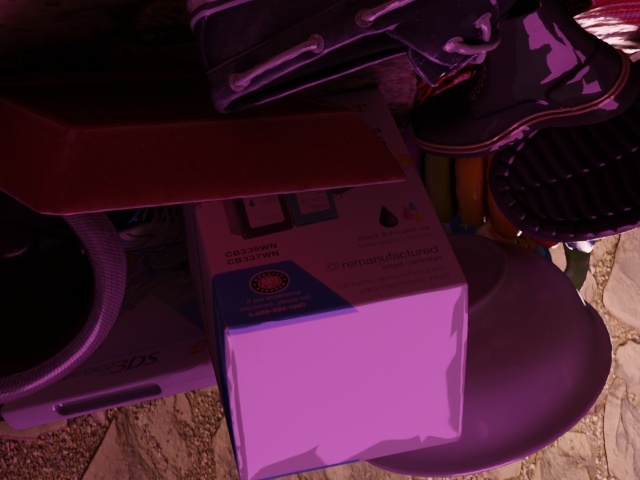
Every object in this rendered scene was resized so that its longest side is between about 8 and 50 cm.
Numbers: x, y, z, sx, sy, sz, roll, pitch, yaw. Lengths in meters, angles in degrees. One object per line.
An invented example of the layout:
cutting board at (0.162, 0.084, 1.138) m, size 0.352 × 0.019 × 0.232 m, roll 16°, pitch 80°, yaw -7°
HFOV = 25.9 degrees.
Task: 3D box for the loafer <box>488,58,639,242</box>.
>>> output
loafer at (0.325, -0.108, 1.233) m, size 0.366 × 0.133 × 0.130 m, roll -26°, pitch 179°, yaw 19°

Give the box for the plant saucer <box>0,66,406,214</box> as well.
plant saucer at (-0.115, -0.079, 0.945) m, size 0.258 × 0.047 × 0.259 m, roll -7°, pitch -161°, yaw -32°

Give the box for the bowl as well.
bowl at (0.132, 0.086, 1.391) m, size 0.298 × 0.134 × 0.298 m, roll -15°, pitch -148°, yaw 10°

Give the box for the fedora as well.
fedora at (-0.307, 0.018, 1.251) m, size 0.275 × 0.243 × 0.124 m, roll -21°, pitch -159°, yaw 8°

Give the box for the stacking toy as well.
stacking toy at (0.132, -0.077, 1.414) m, size 0.302 × 0.165 × 0.175 m, roll 2°, pitch 169°, yaw 13°

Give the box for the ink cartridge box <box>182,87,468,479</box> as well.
ink cartridge box at (-0.006, 0.033, 1.216) m, size 0.198 × 0.270 × 0.197 m, roll -11°, pitch 133°, yaw -9°

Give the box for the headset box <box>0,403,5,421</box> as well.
headset box at (-0.398, 0.197, 1.761) m, size 0.083 × 0.062 × 0.032 m, roll -12°, pitch 173°, yaw 13°

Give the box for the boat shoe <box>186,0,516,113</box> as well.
boat shoe at (0.066, -0.143, 0.821) m, size 0.301 × 0.102 × 0.108 m, roll -13°, pitch 173°, yaw 13°

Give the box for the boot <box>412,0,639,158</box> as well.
boot at (0.125, -0.137, 1.065) m, size 0.198 × 0.076 × 0.137 m, roll -17°, pitch 141°, yaw 37°

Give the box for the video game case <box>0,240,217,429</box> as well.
video game case at (-0.162, 0.050, 1.483) m, size 0.300 × 0.036 × 0.329 m, roll -16°, pitch -148°, yaw 34°

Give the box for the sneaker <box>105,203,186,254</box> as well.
sneaker at (-0.187, -0.028, 1.418) m, size 0.086 × 0.085 × 0.237 m, roll -5°, pitch 178°, yaw 33°

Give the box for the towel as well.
towel at (0.224, -0.171, 1.163) m, size 0.199 × 0.031 × 0.275 m, roll -9°, pitch 173°, yaw -26°

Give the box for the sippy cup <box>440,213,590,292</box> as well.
sippy cup at (0.167, 0.002, 1.669) m, size 0.306 × 0.224 × 0.240 m, roll -13°, pitch 172°, yaw 9°
